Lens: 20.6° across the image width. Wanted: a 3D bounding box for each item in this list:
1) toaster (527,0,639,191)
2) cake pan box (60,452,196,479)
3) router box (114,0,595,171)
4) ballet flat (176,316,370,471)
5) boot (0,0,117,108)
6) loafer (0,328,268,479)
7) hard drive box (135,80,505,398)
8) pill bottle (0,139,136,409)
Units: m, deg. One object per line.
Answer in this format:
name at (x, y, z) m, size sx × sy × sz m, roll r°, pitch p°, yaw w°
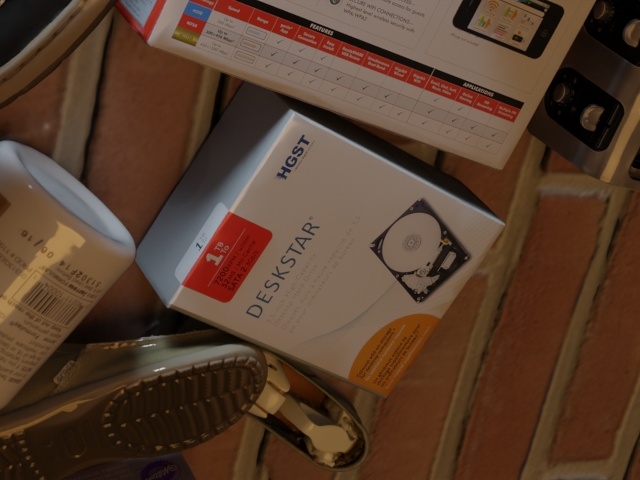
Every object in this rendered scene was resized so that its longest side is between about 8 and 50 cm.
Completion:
toaster at (0.288, -0.124, 1.450) m, size 0.185 × 0.110 × 0.168 m, roll 13°, pitch 112°, yaw -32°
cake pan box at (-0.213, 0.313, 1.488) m, size 0.267 × 0.070 × 0.246 m, roll -15°, pitch 126°, yaw -18°
router box at (0.063, -0.237, 1.290) m, size 0.335 × 0.082 × 0.301 m, roll 18°, pitch 109°, yaw -33°
ballet flat at (-0.032, 0.128, 1.465) m, size 0.072 × 0.068 × 0.213 m, roll -47°, pitch 127°, yaw 6°
boot at (-0.311, -0.189, 1.039) m, size 0.377 × 0.138 × 0.284 m, roll -20°, pitch 129°, yaw 30°
loafer at (-0.174, 0.119, 1.371) m, size 0.268 × 0.092 × 0.102 m, roll -15°, pitch 134°, yaw -14°
hard drive box at (0.000, 0.000, 1.394) m, size 0.232 × 0.089 × 0.181 m, roll 25°, pitch 104°, yaw -34°
pill bottle at (-0.253, 0.051, 1.272) m, size 0.229 × 0.131 × 0.131 m, roll -48°, pitch 127°, yaw 6°
